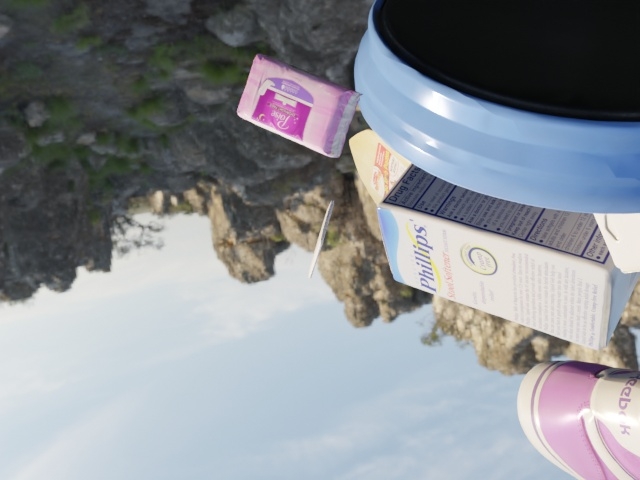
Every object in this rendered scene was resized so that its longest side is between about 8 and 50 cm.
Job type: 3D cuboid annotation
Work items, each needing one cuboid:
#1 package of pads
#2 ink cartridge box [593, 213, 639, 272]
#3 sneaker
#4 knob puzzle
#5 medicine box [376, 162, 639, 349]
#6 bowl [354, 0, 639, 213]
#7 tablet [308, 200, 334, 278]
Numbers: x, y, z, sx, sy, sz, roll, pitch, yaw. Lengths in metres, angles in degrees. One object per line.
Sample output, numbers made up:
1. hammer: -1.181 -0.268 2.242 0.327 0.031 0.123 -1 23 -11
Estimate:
1. package of pads: -0.016 -0.098 0.487 0.083 0.050 0.032 27 -165 21
2. ink cartridge box: 0.311 -0.037 0.615 0.122 0.089 0.052 -29 -175 -27
3. sneaker: 0.289 0.171 0.461 0.282 0.102 0.161 28 160 -17
4. knob puzzle: 0.122 -0.118 1.150 0.030 0.213 0.213 -33 -166 -21
5. medicine box: 0.265 -0.044 0.859 0.289 0.149 0.263 18 -126 33
6. bowl: 0.226 -0.175 0.630 0.390 0.077 0.391 -1 -139 1
7. tablet: 0.000 0.000 0.710 0.006 0.054 0.083 16 149 0
